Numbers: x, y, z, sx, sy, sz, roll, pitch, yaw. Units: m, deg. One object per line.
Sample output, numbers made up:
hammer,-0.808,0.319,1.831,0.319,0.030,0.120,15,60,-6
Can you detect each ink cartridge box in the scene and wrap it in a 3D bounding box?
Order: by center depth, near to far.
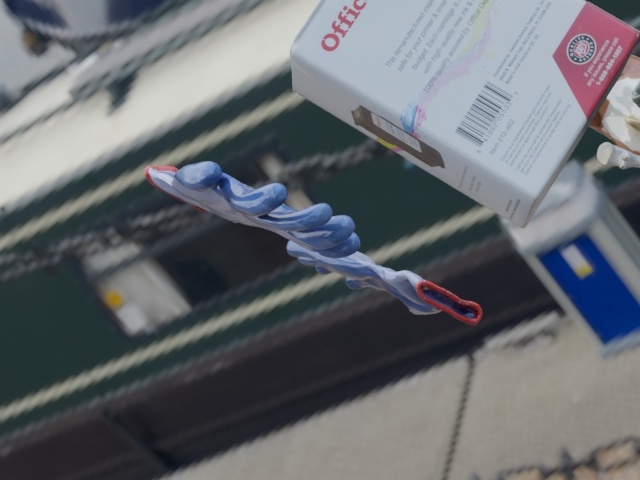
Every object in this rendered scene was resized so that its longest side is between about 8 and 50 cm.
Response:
ink cartridge box,0.086,-0.111,1.038,0.127,0.175,0.072,-57,-8,-12

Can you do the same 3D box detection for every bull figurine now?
bull figurine,0.326,-0.136,1.765,0.310,0.188,0.101,34,113,47

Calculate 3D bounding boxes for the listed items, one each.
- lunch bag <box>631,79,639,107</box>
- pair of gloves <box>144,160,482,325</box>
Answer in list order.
lunch bag,0.440,-0.137,1.502,0.169,0.235,0.287,-26,19,43
pair of gloves,0.000,0.000,0.922,0.159,0.198,0.023,16,81,61
